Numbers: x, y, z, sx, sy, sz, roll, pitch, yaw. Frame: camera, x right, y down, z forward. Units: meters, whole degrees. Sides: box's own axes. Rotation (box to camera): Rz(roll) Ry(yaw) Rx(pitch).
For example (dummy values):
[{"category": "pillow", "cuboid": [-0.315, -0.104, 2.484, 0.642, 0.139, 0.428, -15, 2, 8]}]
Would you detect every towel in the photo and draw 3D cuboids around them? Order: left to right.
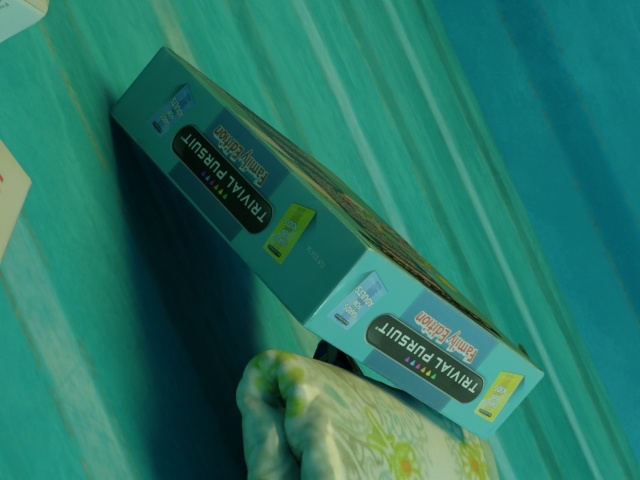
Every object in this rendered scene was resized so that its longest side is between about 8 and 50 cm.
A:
[{"category": "towel", "cuboid": [0.065, 0.283, 1.238, 0.320, 0.090, 0.374, 30, 46, -60]}]

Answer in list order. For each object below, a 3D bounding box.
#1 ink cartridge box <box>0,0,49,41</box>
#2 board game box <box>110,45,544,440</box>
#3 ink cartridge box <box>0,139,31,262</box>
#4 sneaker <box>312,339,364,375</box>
[{"category": "ink cartridge box", "cuboid": [-0.230, -0.180, 0.763, 0.208, 0.087, 0.153, 31, 36, -58]}, {"category": "board game box", "cuboid": [0.000, 0.000, 1.369, 0.254, 0.079, 0.336, 35, 8, -44]}, {"category": "ink cartridge box", "cuboid": [-0.271, -0.007, 0.767, 0.223, 0.129, 0.307, 56, 20, -26]}, {"category": "sneaker", "cuboid": [0.001, 0.162, 1.429, 0.080, 0.081, 0.211, 57, 20, -33]}]
